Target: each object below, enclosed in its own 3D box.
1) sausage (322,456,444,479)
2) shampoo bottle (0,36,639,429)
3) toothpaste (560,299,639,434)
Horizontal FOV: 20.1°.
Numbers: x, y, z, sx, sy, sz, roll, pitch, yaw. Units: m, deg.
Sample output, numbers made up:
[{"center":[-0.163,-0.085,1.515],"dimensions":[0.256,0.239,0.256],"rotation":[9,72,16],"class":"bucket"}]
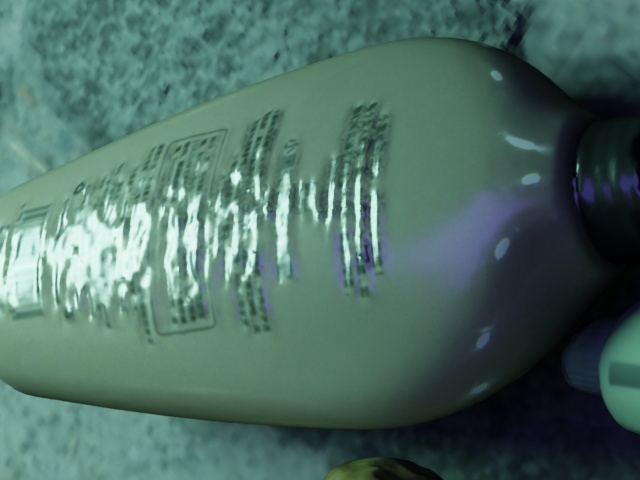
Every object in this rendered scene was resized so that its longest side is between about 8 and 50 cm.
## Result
[{"center":[-0.029,0.207,0.600],"dimensions":[0.066,0.066,0.301],"rotation":[33,104,32],"class":"sausage"},{"center":[0.000,0.000,0.586],"dimensions":[0.257,0.078,0.127],"rotation":[-9,65,36],"class":"shampoo bottle"},{"center":[0.132,0.035,0.448],"dimensions":[0.067,0.037,0.255],"rotation":[-54,19,-13],"class":"toothpaste"}]
